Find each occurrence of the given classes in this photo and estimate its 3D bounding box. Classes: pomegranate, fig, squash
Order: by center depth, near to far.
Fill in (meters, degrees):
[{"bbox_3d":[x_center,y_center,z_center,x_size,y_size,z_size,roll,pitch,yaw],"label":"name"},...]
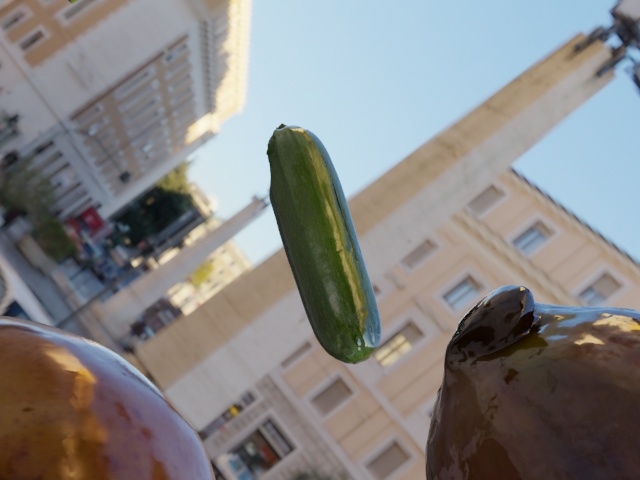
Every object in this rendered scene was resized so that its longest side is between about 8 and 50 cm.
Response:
[{"bbox_3d":[-0.169,0.169,0.582,0.264,0.264,0.264,51,-8,10],"label":"pomegranate"},{"bbox_3d":[0.170,0.147,0.629,0.263,0.224,0.224,50,-8,38],"label":"fig"},{"bbox_3d":[0.000,0.000,1.095,0.069,0.069,0.239,81,-8,-74],"label":"squash"}]

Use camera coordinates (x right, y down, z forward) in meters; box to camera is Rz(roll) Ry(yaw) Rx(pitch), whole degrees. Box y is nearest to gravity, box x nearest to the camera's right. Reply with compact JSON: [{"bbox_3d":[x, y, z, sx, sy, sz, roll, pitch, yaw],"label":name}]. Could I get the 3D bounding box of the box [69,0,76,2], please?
[{"bbox_3d":[-0.288,-0.354,1.145,0.220,0.064,0.141,45,-22,16],"label":"box"}]
